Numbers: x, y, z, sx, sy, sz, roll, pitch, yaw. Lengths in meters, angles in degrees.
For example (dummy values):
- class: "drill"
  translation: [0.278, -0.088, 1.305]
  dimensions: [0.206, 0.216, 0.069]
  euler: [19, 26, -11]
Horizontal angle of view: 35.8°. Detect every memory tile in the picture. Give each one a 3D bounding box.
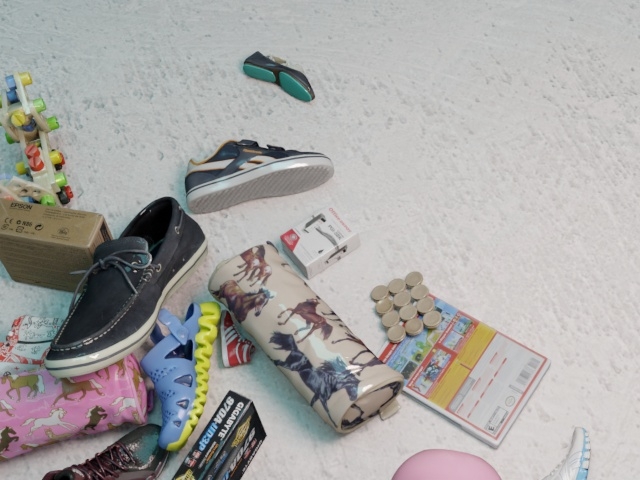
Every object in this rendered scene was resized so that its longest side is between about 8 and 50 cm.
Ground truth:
- class: "memory tile"
  translation: [0.166, 0.130, 1.938]
  dimensions: [0.113, 0.012, 0.148]
  euler: [-23, 46, 3]

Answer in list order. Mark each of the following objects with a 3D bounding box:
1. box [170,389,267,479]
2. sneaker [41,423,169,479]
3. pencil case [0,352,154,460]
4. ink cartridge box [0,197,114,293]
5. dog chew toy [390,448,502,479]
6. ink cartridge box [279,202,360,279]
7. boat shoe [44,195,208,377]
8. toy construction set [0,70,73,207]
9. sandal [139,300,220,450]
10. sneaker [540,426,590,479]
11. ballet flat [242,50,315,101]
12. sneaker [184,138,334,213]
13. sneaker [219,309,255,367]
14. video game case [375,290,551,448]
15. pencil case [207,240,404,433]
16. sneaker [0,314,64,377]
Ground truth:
- class: "box"
  translation: [-0.182, 0.394, 1.743]
  dimensions: [0.051, 0.175, 0.220]
  euler: [23, 63, 20]
- class: "sneaker"
  translation: [-0.392, 0.417, 1.758]
  dimensions: [0.106, 0.162, 0.281]
  euler: [38, 69, 25]
- class: "pencil case"
  translation: [-0.509, 0.313, 1.834]
  dimensions: [0.386, 0.167, 0.160]
  euler: [-17, 79, -5]
- class: "ink cartridge box"
  translation: [-0.535, 0.017, 2.006]
  dimensions: [0.235, 0.193, 0.088]
  euler: [9, 57, 11]
- class: "dog chew toy"
  translation: [0.197, 0.517, 1.620]
  dimensions: [0.207, 0.206, 0.331]
  euler: [7, 68, 11]
- class: "ink cartridge box"
  translation: [0.000, 0.000, 2.038]
  dimensions: [0.135, 0.056, 0.099]
  euler: [-34, 60, -14]
- class: "boat shoe"
  translation: [-0.372, 0.078, 1.860]
  dimensions: [0.187, 0.156, 0.500]
  euler: [-7, 28, 27]
- class: "toy construction set"
  translation: [-0.627, -0.182, 2.126]
  dimensions: [0.151, 0.215, 0.327]
  euler: [-7, 56, 3]
- class: "sandal"
  translation: [-0.277, 0.245, 1.861]
  dimensions: [0.138, 0.126, 0.317]
  euler: [15, 48, -16]
- class: "sneaker"
  translation: [0.426, 0.412, 1.729]
  dimensions: [0.083, 0.071, 0.190]
  euler: [7, 59, 17]
- class: "ballet flat"
  translation: [-0.084, -0.387, 2.283]
  dimensions: [0.203, 0.074, 0.074]
  euler: [27, 65, 23]
- class: "sneaker"
  translation: [-0.137, -0.159, 2.112]
  dimensions: [0.321, 0.126, 0.127]
  euler: [-12, 63, 1]
- class: "sneaker"
  translation: [-0.162, 0.189, 1.946]
  dimensions: [0.067, 0.042, 0.118]
  euler: [-9, 65, 5]
- class: "video game case"
  translation: [0.262, 0.239, 1.879]
  dimensions: [0.285, 0.025, 0.204]
  euler: [29, 66, 22]
- class: "pencil case"
  translation: [-0.025, 0.182, 1.859]
  dimensions: [0.410, 0.183, 0.160]
  euler: [45, 108, 24]
- class: "sneaker"
  translation: [-0.617, 0.234, 1.943]
  dimensions: [0.270, 0.090, 0.145]
  euler: [-13, 57, -6]
